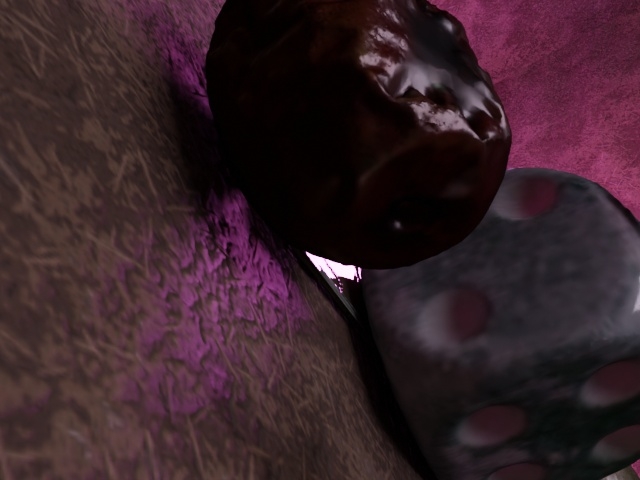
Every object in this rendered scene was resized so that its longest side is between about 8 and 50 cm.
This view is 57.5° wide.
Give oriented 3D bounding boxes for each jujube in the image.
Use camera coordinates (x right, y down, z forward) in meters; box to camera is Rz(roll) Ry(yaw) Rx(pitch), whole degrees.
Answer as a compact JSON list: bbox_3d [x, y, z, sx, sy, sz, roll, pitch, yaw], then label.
[{"bbox_3d":[0.027,-0.148,0.590,0.276,0.276,0.377,51,11,-43],"label":"jujube"}]

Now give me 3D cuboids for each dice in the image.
[{"bbox_3d":[0.268,0.122,0.796,0.330,0.348,0.328,-100,165,-49],"label":"dice"}]

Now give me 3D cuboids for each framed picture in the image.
[{"bbox_3d":[0.000,0.000,0.771,0.273,0.016,0.216,54,15,-37],"label":"framed picture"}]

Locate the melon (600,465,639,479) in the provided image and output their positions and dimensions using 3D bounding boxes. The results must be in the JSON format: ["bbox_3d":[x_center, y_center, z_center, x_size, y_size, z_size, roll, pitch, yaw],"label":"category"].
[{"bbox_3d":[0.375,0.430,0.873,0.248,0.249,0.329,56,17,-29],"label":"melon"}]
